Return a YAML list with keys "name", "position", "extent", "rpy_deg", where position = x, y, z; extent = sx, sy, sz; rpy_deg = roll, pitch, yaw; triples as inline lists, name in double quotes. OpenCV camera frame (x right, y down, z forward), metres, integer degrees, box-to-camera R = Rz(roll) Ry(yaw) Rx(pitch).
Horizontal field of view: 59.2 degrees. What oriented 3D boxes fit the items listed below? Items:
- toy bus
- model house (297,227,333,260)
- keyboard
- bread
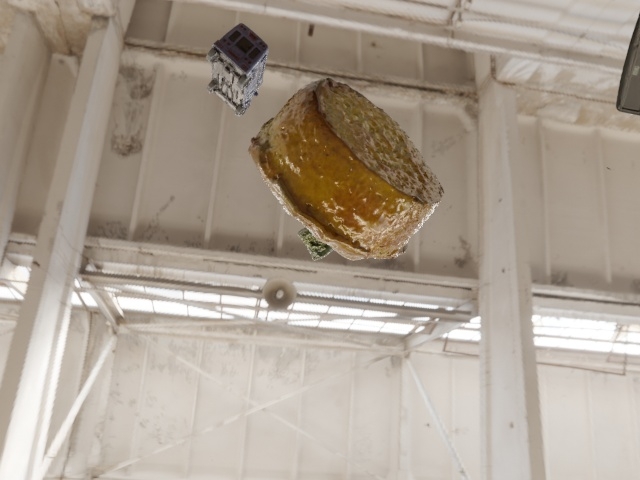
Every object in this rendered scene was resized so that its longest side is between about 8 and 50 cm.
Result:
- name: "toy bus"
  position: [-0.223, -0.456, 1.532]
  extent: [0.125, 0.292, 0.133]
  rpy_deg: [42, -103, -2]
- name: "model house"
  position: [0.000, 0.000, 1.300]
  extent: [0.079, 0.066, 0.083]
  rpy_deg: [-24, -78, 12]
- name: "keyboard"
  position: [0.579, -0.285, 0.979]
  extent: [0.104, 0.381, 0.041]
  rpy_deg: [22, -132, 29]
- name: "bread"
  position: [0.047, -0.142, 1.119]
  extent: [0.398, 0.215, 0.398]
  rpy_deg: [32, -148, -23]
